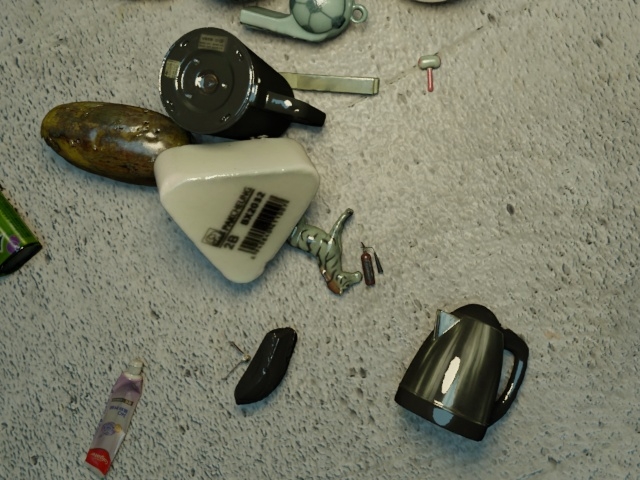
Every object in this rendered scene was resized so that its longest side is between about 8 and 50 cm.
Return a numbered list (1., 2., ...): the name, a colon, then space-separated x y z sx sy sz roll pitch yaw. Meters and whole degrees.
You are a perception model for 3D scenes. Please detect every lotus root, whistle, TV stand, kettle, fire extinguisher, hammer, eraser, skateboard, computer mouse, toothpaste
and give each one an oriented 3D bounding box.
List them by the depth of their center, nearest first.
1. kettle: -0.152 -0.320 1.279 0.262 0.308 0.203 -14 89 16
2. kettle: 0.322 0.273 1.291 0.250 0.207 0.271 21 83 13
3. eraser: -0.179 -0.058 1.305 0.331 0.331 0.150 -31 45 5
4. whistle: -0.031 -0.544 1.365 0.289 0.163 0.164 15 91 5
5. computer mouse: -0.119 0.296 1.375 0.073 0.122 0.217 30 94 18
6. lotus root: -0.455 -0.223 1.385 0.397 0.196 0.179 10 95 4
7. hammer: 0.255 -0.390 1.393 0.052 0.031 0.083 -3 95 10
8. fire extinguisher: 0.120 0.052 1.394 0.046 0.032 0.100 -8 99 13
9. TV stand: 0.014 -0.373 1.413 0.249 0.042 0.036 6 110 8
10. skateboard: -0.216 0.292 1.432 0.064 0.032 0.083 41 91 15
11. toothpaste: -0.498 0.430 1.450 0.075 0.048 0.301 22 94 2

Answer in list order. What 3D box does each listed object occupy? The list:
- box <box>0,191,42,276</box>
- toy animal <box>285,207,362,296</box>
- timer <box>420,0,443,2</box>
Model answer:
1. box: -0.840 -0.080 1.472 0.134 0.097 0.345 -41 85 12
2. toy animal: 0.014 -0.010 1.384 0.255 0.090 0.170 45 97 8
3. timer: 0.258 -0.693 1.297 0.285 0.285 0.285 0 89 6
